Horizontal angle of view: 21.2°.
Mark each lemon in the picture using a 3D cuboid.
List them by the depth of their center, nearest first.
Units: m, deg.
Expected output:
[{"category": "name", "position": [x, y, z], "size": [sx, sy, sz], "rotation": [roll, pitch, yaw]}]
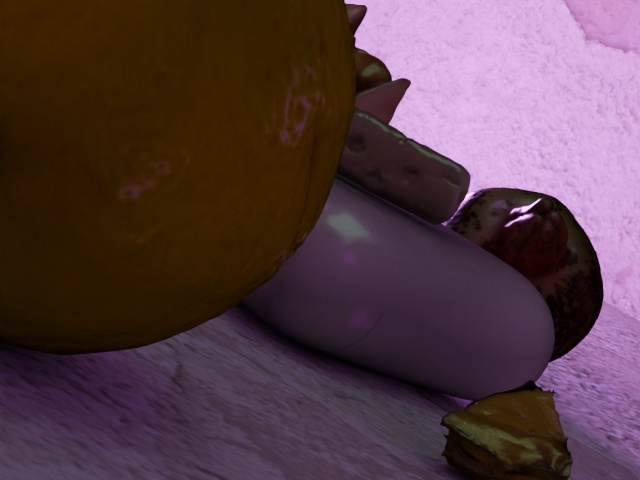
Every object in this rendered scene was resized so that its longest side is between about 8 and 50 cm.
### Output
[{"category": "lemon", "position": [-0.142, -0.091, 1.028], "size": [0.348, 0.348, 0.348], "rotation": [27, 7, -3]}]

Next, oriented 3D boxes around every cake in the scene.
[{"category": "cake", "position": [0.137, 0.160, 1.360], "size": [0.116, 0.080, 0.185], "rotation": [14, 18, -5]}]

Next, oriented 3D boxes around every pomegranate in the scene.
[{"category": "pomegranate", "position": [0.222, 0.027, 1.903], "size": [0.214, 0.214, 0.248], "rotation": [27, -30, 1]}]

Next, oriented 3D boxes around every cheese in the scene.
[{"category": "cheese", "position": [0.044, -0.080, 1.562], "size": [0.194, 0.065, 0.043], "rotation": [27, -1, 10]}]

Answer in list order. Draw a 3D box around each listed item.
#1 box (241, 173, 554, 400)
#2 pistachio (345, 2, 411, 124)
[{"category": "box", "position": [0.038, 0.029, 1.599], "size": [0.349, 0.141, 0.288], "rotation": [22, 9, -40]}, {"category": "pistachio", "position": [-0.054, -0.117, 1.758], "size": [0.187, 0.299, 0.187], "rotation": [58, 6, -9]}]
